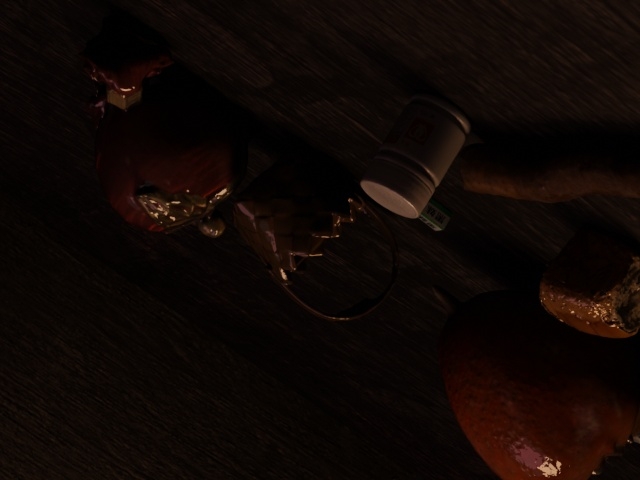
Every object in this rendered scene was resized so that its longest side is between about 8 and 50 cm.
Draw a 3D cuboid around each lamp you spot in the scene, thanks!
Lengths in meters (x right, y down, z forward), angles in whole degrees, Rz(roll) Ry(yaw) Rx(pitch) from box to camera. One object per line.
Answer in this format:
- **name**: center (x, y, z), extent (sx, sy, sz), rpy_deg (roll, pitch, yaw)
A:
- **lamp**: center (-0.170, -0.097, 1.713), extent (0.223, 0.151, 0.215), rpy_deg (37, 165, -3)

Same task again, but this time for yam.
- **yam**: center (0.200, -0.048, 1.227), extent (0.045, 0.045, 0.327), rpy_deg (13, 178, -28)

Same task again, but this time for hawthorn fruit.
- **hawthorn fruit**: center (0.198, 0.130, 1.651), extent (0.251, 0.199, 0.199), rpy_deg (40, 171, 16)

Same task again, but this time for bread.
- **bread**: center (0.235, 0.040, 1.415), extent (0.070, 0.076, 0.083), rpy_deg (27, 167, 38)

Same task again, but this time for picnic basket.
- **picnic basket**: center (0.000, 0.000, 1.726), extent (0.178, 0.128, 0.138), rpy_deg (49, 172, 4)

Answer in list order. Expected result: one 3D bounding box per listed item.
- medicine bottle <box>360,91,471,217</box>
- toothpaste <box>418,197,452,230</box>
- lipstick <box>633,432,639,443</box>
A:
- **medicine bottle**: center (0.077, -0.069, 1.345), extent (0.057, 0.089, 0.057), rpy_deg (30, 167, 7)
- **toothpaste**: center (0.088, -0.040, 1.604), extent (0.083, 0.020, 0.017), rpy_deg (36, 164, -17)
- **lipstick**: center (0.379, 0.227, 1.946), extent (0.025, 0.025, 0.107), rpy_deg (25, 173, 31)
